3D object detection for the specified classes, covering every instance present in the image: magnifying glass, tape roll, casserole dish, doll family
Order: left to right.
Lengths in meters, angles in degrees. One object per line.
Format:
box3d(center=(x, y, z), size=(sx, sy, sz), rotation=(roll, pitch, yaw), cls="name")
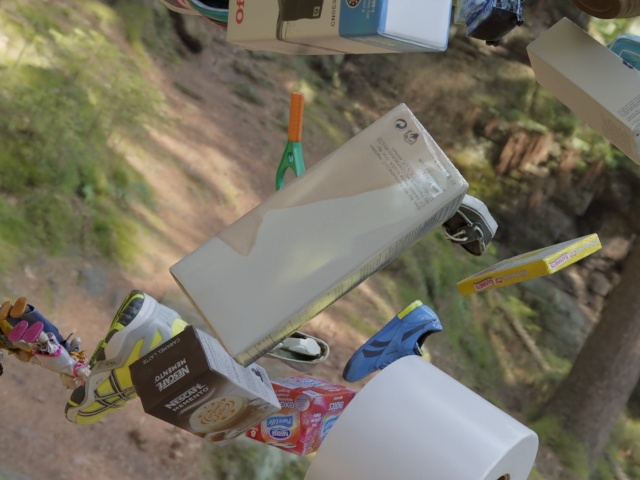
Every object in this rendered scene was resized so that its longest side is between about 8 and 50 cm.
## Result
box3d(center=(-0.437, 0.147, 1.433), size=(0.262, 0.118, 0.163), rotation=(1, -38, 28), cls="doll family")
box3d(center=(-0.053, -0.168, 1.826), size=(0.026, 0.231, 0.092), rotation=(-5, 21, -31), cls="magnifying glass")
box3d(center=(0.113, 0.278, 1.100), size=(0.169, 0.246, 0.246), rotation=(32, 3, 27), cls="tape roll")
box3d(center=(0.639, -0.346, 1.906), size=(0.188, 0.114, 0.037), rotation=(34, 14, 34), cls="casserole dish")

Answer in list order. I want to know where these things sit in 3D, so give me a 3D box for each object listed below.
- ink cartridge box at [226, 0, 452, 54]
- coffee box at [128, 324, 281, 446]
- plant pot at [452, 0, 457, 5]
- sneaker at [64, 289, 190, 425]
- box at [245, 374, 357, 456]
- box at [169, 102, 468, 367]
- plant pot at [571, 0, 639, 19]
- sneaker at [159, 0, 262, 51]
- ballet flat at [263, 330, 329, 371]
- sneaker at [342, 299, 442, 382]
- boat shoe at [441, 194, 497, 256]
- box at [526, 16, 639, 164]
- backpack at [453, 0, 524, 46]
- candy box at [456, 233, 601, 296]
box3d(center=(0.021, -0.361, 1.235), size=(0.129, 0.223, 0.307), rotation=(0, 7, -42), cls="ink cartridge box")
box3d(center=(-0.195, 0.256, 1.649), size=(0.246, 0.141, 0.098), rotation=(42, 17, -53), cls="coffee box")
box3d(center=(0.249, -0.564, 1.772), size=(0.207, 0.228, 0.227), rotation=(-19, -40, 30), cls="plant pot")
box3d(center=(-0.364, 0.253, 1.785), size=(0.147, 0.385, 0.145), rotation=(29, 44, -12), cls="sneaker")
box3d(center=(-0.033, 0.350, 1.941), size=(0.128, 0.123, 0.257), rotation=(15, 0, 21), cls="box")
box3d(center=(0.000, 0.000, 1.060), size=(0.121, 0.311, 0.148), rotation=(53, -7, 10), cls="box")
box3d(center=(0.477, -0.444, 1.574), size=(0.237, 0.110, 0.237), rotation=(38, -11, 8), cls="plant pot")
box3d(center=(-0.212, -0.453, 1.677), size=(0.295, 0.124, 0.178), rotation=(31, -9, 16), cls="sneaker")
box3d(center=(-0.078, 0.192, 1.843), size=(0.248, 0.086, 0.086), rotation=(25, 2, -42), cls="ballet flat")
box3d(center=(0.133, 0.204, 1.760), size=(0.082, 0.209, 0.069), rotation=(51, 7, 20), cls="sneaker")
box3d(center=(0.245, -0.028, 1.623), size=(0.077, 0.070, 0.219), rotation=(15, -10, 33), cls="boat shoe")
box3d(center=(0.481, -0.260, 1.638), size=(0.275, 0.094, 0.113), rotation=(52, 0, 36), cls="box")
box3d(center=(0.243, -0.351, 1.356), size=(0.084, 0.114, 0.105), rotation=(17, -13, -10), cls="backpack")
box3d(center=(0.292, 0.037, 1.358), size=(0.206, 0.105, 0.027), rotation=(-24, -89, 62), cls="candy box")
